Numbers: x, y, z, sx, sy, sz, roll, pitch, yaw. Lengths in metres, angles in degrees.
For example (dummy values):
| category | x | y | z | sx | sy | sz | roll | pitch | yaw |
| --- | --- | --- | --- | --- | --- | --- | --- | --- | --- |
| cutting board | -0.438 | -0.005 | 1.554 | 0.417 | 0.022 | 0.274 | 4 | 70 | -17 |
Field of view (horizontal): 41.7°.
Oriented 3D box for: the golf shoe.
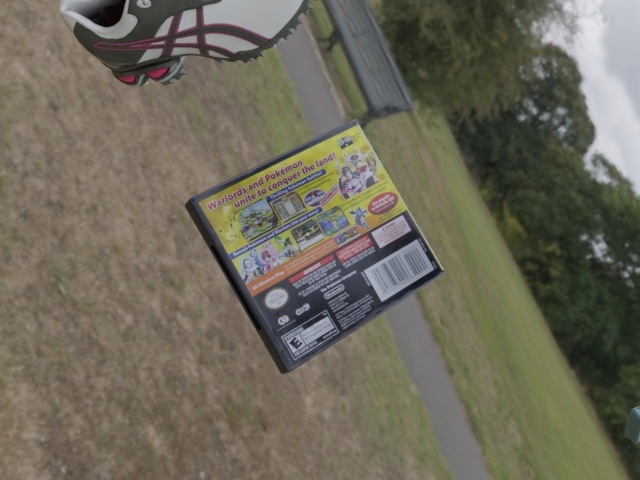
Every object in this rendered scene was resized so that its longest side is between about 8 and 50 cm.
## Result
| category | x | y | z | sx | sy | sz | roll | pitch | yaw |
| --- | --- | --- | --- | --- | --- | --- | --- | --- | --- |
| golf shoe | -0.126 | -0.231 | 0.822 | 0.120 | 0.273 | 0.105 | 30 | 49 | -56 |

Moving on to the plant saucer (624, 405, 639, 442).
| category | x | y | z | sx | sy | sz | roll | pitch | yaw |
| --- | --- | --- | --- | --- | --- | --- | --- | --- | --- |
| plant saucer | 0.434 | 0.181 | 0.931 | 0.067 | 0.192 | 0.018 | 76 | -1 | -49 |

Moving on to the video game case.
| category | x | y | z | sx | sy | sz | roll | pitch | yaw |
| --- | --- | --- | --- | --- | --- | --- | --- | --- | --- |
| video game case | 0.000 | 0.000 | 1.107 | 0.248 | 0.275 | 0.035 | 60 | -27 | 2 |
